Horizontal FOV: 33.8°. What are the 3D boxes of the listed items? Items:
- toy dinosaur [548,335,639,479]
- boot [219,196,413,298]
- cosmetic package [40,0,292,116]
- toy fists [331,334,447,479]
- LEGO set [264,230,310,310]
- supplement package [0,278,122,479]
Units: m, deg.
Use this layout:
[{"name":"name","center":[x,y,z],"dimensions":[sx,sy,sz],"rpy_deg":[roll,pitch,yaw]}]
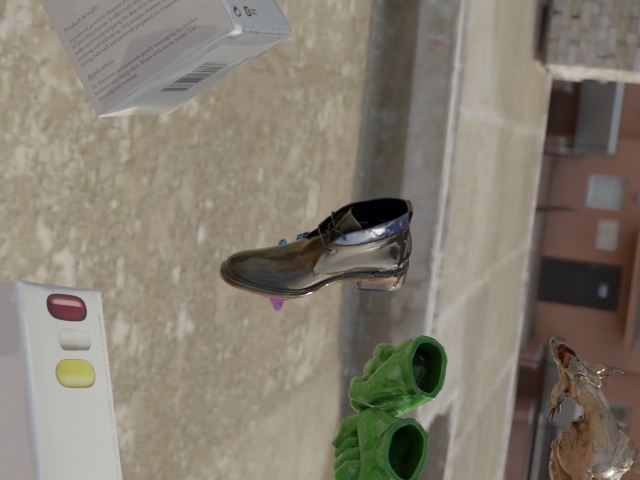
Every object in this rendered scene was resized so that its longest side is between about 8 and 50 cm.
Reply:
[{"name":"toy dinosaur","center":[0.325,0.259,1.293],"dimensions":[0.200,0.127,0.295],"rpy_deg":[57,-35,41]},{"name":"boot","center":[0.000,0.000,1.161],"dimensions":[0.082,0.219,0.106],"rpy_deg":[-113,-153,-46]},{"name":"cosmetic package","center":[-0.211,-0.338,1.133],"dimensions":[0.365,0.197,0.155],"rpy_deg":[65,25,3]},{"name":"toy fists","center":[0.093,0.264,1.576],"dimensions":[0.142,0.096,0.279],"rpy_deg":[-35,-153,45]},{"name":"LEGO set","center":[0.022,0.033,1.459],"dimensions":[0.087,0.227,0.093],"rpy_deg":[-72,141,-60]},{"name":"supplement package","center":[-0.310,0.185,0.972],"dimensions":[0.145,0.204,0.261],"rpy_deg":[18,61,-70]}]
